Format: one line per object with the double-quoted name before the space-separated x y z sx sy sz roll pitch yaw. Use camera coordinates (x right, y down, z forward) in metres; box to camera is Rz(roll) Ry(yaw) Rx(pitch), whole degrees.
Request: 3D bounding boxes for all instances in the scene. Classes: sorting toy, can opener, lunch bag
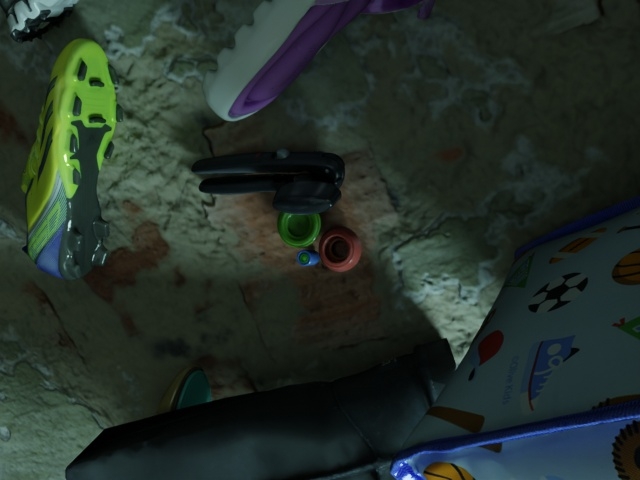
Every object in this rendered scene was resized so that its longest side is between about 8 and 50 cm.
"sorting toy" 0.000 0.000 0.735 0.102 0.042 0.061 35 101 17
"can opener" -0.059 -0.071 0.716 0.186 0.073 0.059 8 120 25
"lunch bag" 0.287 0.082 0.460 0.385 0.328 0.239 -29 101 44

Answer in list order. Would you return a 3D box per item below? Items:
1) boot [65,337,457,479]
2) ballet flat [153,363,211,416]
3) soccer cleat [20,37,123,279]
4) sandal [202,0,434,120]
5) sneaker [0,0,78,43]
"boot" -0.022 0.339 0.735 0.445 0.146 0.367 -18 83 7
"ballet flat" -0.189 0.260 0.872 0.073 0.080 0.232 15 113 29
"soccer cleat" -0.303 -0.090 0.772 0.121 0.093 0.289 20 114 18
"sandal" 0.058 -0.225 0.565 0.102 0.169 0.416 51 129 -1
"sneaker" -0.262 -0.304 0.685 0.234 0.078 0.106 -24 103 27
